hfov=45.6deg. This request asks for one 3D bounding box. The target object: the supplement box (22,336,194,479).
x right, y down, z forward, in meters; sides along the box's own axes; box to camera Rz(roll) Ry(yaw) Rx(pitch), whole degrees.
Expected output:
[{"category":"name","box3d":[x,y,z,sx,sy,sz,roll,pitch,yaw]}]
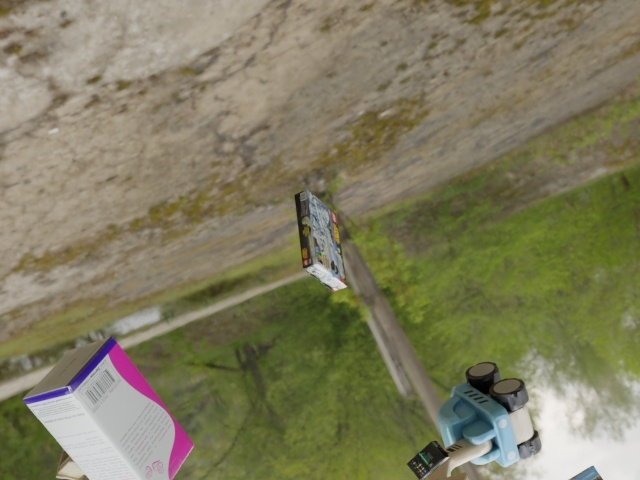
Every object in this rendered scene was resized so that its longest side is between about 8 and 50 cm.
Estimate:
[{"category":"supplement box","box3d":[-0.303,0.267,1.111,0.114,0.220,0.111,-19,-158,33]}]

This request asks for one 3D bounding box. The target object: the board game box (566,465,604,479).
[{"category":"board game box","box3d":[0.644,0.742,1.850,0.232,0.291,0.141,-17,154,-34]}]

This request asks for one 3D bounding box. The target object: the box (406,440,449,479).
[{"category":"box","box3d":[0.256,0.524,1.815,0.083,0.052,0.062,-44,157,6]}]

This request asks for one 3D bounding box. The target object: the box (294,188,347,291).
[{"category":"box","box3d":[0.000,0.000,1.177,0.027,0.137,0.094,-23,144,23]}]

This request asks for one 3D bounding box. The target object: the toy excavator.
[{"category":"toy excavator","box3d":[0.424,0.585,2.190,0.445,0.222,0.433,-23,-164,-14]}]

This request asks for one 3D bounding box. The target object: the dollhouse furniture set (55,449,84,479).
[{"category":"dollhouse furniture set","box3d":[-0.528,0.522,1.873,0.183,0.129,0.129,22,139,-23]}]
